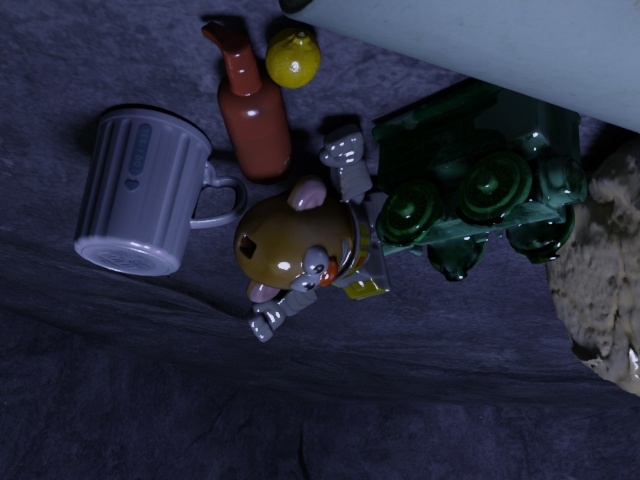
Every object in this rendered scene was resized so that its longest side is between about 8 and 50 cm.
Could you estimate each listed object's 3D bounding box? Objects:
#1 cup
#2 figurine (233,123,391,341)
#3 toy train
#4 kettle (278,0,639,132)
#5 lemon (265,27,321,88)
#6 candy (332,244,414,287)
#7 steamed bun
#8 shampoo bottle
[{"bbox_3d":[-0.234,-0.064,0.868,0.221,0.202,0.167,-2,157,21],"label":"cup"},{"bbox_3d":[-0.001,0.000,0.894,0.285,0.343,0.167,3,-169,-45],"label":"figurine"},{"bbox_3d":[0.184,-0.070,0.733,0.266,0.202,0.145,-17,146,42],"label":"toy train"},{"bbox_3d":[0.210,-0.235,0.353,0.376,0.250,0.361,14,138,-22],"label":"kettle"},{"bbox_3d":[-0.030,-0.203,0.670,0.062,0.062,0.083,12,154,-11],"label":"lemon"},{"bbox_3d":[0.143,0.010,1.093,0.335,0.093,0.092,-18,134,31],"label":"candy"},{"bbox_3d":[0.442,0.027,0.754,0.230,0.325,0.372,-7,161,-8],"label":"steamed bun"},{"bbox_3d":[-0.085,-0.162,0.757,0.085,0.085,0.244,4,154,8],"label":"shampoo bottle"}]
